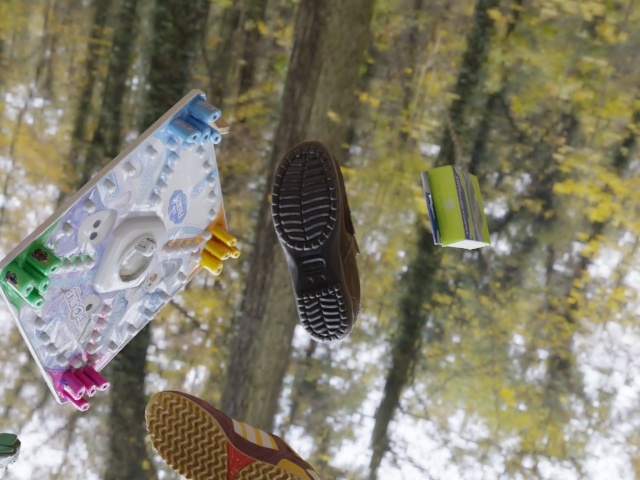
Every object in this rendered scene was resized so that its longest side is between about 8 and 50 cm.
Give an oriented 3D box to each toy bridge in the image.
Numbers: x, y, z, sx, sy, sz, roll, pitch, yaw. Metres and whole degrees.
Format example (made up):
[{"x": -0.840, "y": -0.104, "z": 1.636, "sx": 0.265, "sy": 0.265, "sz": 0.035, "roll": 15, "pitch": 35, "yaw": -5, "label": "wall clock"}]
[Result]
[{"x": -0.202, "y": -0.142, "z": 1.849, "sx": 0.026, "sy": 0.188, "sz": 0.063, "roll": -14, "pitch": -130, "yaw": -39, "label": "toy bridge"}]

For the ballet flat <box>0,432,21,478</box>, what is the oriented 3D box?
[{"x": -0.547, "y": 0.373, "z": 1.848, "sx": 0.070, "sy": 0.070, "sz": 0.188, "roll": 14, "pitch": 179, "yaw": 0, "label": "ballet flat"}]

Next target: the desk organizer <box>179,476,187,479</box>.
[{"x": -0.230, "y": 0.509, "z": 2.213, "sx": 0.047, "sy": 0.050, "sz": 0.130, "roll": -24, "pitch": -119, "yaw": -36, "label": "desk organizer"}]

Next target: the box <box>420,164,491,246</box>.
[{"x": 0.194, "y": -0.045, "z": 1.541, "sx": 0.042, "sy": 0.109, "sz": 0.178, "roll": -13, "pitch": 173, "yaw": 20, "label": "box"}]

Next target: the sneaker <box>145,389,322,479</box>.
[{"x": -0.082, "y": 0.203, "z": 1.032, "sx": 0.185, "sy": 0.070, "sz": 0.084, "roll": 34, "pitch": -173, "yaw": 9, "label": "sneaker"}]

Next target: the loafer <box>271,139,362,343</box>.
[{"x": 0.000, "y": 0.000, "z": 1.994, "sx": 0.133, "sy": 0.366, "sz": 0.130, "roll": -4, "pitch": -175, "yaw": 21, "label": "loafer"}]

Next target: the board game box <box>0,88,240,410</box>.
[{"x": -0.268, "y": 0.029, "z": 1.586, "sx": 0.050, "sy": 0.390, "sz": 0.390, "roll": 33, "pitch": -117, "yaw": 21, "label": "board game box"}]
